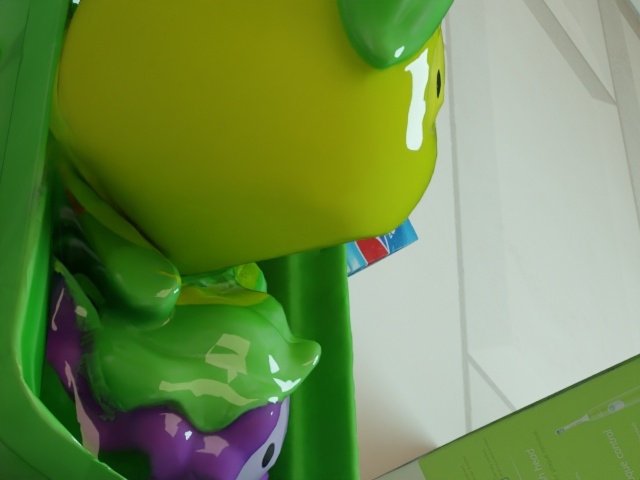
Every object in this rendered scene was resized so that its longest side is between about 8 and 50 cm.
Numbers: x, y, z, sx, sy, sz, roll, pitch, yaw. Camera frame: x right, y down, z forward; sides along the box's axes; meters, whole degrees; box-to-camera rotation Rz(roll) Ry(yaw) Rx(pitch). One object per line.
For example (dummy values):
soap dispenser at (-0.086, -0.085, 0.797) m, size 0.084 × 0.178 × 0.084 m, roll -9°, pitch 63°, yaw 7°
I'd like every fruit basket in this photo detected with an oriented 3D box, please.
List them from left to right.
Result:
fruit basket at (-0.046, -0.021, 0.815) m, size 0.283 × 0.392 × 0.392 m, roll 45°, pitch 28°, yaw -35°

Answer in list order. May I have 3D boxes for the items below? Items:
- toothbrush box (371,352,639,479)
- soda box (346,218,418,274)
toothbrush box at (0.198, 0.162, 1.235) m, size 0.122 × 0.283 × 0.206 m, roll 66°, pitch 22°, yaw 7°
soda box at (0.000, 0.000, 1.271) m, size 0.067 × 0.071 × 0.210 m, roll 63°, pitch 22°, yaw 2°
